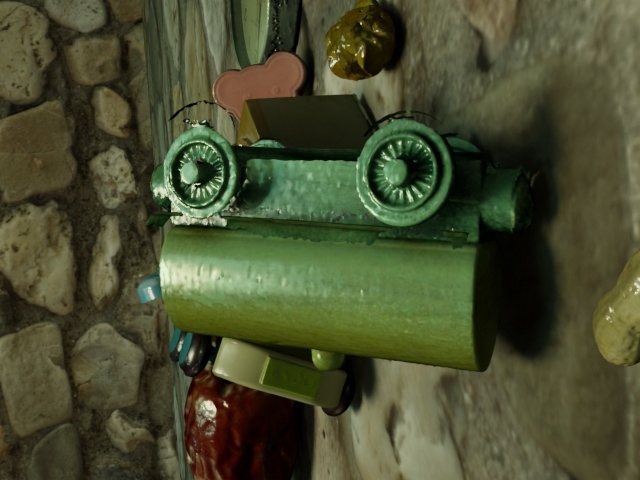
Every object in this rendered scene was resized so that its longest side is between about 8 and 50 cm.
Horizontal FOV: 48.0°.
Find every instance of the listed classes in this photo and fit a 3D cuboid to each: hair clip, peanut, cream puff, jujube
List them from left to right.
[{"bbox_3d":[-0.117,0.276,1.034,0.183,0.183,0.243,-121,20,-52],"label":"jujube"},{"bbox_3d":[-0.064,-0.150,0.898,0.102,0.123,0.138,56,-154,-68],"label":"hair clip"},{"bbox_3d":[0.040,-0.183,0.669,0.058,0.083,0.083,49,162,-27],"label":"cream puff"},{"bbox_3d":[0.167,0.035,0.379,0.083,0.037,0.037,97,158,-44],"label":"peanut"}]

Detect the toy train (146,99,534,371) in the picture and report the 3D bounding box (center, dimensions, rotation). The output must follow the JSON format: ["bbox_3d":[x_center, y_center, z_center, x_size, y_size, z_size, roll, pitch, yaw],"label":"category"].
[{"bbox_3d":[-0.004,0.002,0.529,0.126,0.307,0.190,16,-101,-64],"label":"toy train"}]

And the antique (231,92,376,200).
[{"bbox_3d":[-0.019,-0.045,0.726,0.147,0.147,0.152,110,147,-47],"label":"antique"}]

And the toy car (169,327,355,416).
[{"bbox_3d":[-0.051,0.081,0.851,0.248,0.204,0.198,-3,69,69],"label":"toy car"}]

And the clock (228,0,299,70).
[{"bbox_3d":[-0.082,-0.333,0.988,0.226,0.048,0.226,176,90,-71],"label":"clock"}]

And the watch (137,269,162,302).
[{"bbox_3d":[-0.188,0.112,1.252,0.193,0.210,0.211,69,163,-10],"label":"watch"}]
